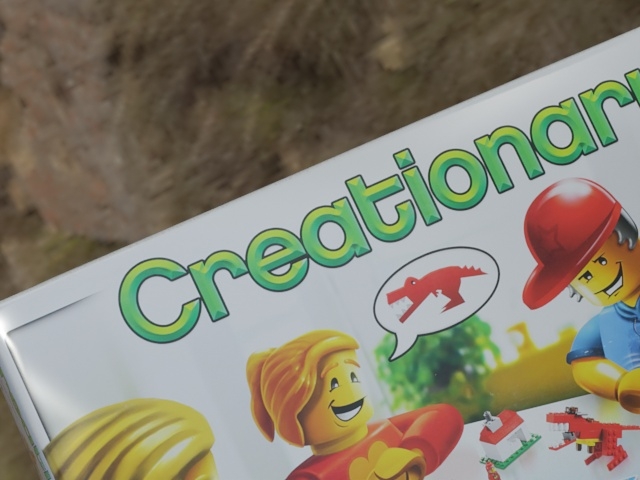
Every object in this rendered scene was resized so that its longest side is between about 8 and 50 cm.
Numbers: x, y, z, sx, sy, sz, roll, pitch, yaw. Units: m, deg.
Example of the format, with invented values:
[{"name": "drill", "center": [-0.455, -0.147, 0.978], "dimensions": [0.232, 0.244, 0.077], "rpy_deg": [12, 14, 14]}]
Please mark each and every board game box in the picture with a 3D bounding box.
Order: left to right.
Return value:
[{"name": "board game box", "center": [0.058, 0.053, 0.643], "dimensions": [0.193, 0.305, 0.053], "rpy_deg": [65, 166, 4]}]
